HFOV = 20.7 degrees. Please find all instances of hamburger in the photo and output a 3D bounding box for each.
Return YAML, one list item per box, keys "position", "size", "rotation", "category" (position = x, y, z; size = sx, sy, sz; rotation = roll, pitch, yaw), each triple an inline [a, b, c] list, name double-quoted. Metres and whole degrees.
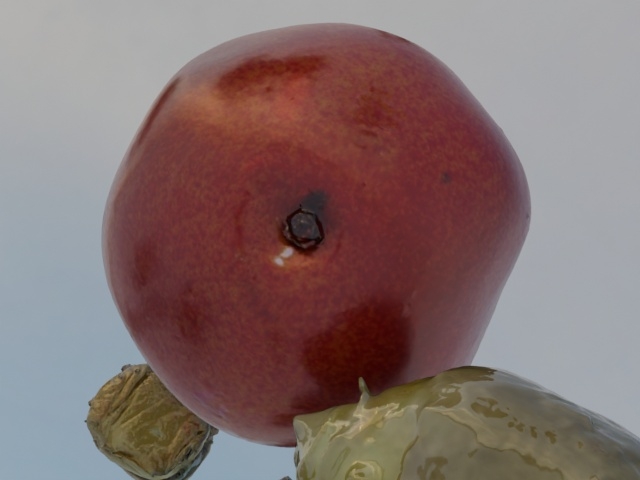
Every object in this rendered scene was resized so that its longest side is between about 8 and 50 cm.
- position: [-0.111, 0.122, 1.152]
  size: [0.083, 0.076, 0.044]
  rotation: [41, -26, 8]
  category: "hamburger"

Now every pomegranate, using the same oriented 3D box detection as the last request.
- position: [0.000, 0.000, 0.920]
  size: [0.221, 0.221, 0.257]
  rotation: [33, 0, 18]
  category: "pomegranate"

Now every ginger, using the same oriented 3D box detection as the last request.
- position: [0.105, 0.145, 0.759]
  size: [0.267, 0.138, 0.152]
  rotation: [29, 0, 30]
  category: "ginger"

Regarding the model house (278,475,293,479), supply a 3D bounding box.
- position: [0.007, 0.169, 1.003]
  size: [0.058, 0.057, 0.083]
  rotation: [42, -17, 40]
  category: "model house"
